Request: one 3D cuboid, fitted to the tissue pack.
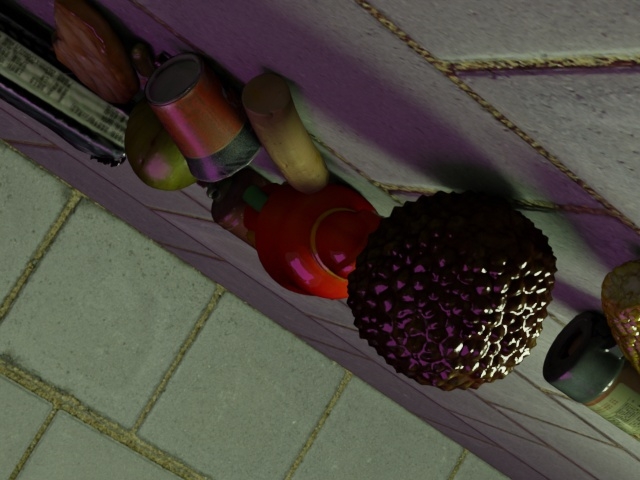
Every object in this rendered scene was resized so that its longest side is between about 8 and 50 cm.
[{"bbox_3d":[-0.454,-0.259,2.158,0.361,0.122,0.259,33,173,-22],"label":"tissue pack"}]

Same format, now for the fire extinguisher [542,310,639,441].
[{"bbox_3d":[0.485,0.236,1.825,0.376,0.113,0.200,33,169,-12],"label":"fire extinguisher"}]

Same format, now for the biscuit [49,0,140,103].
[{"bbox_3d":[-0.308,-0.258,1.907,0.154,0.045,0.299,42,169,-6],"label":"biscuit"}]

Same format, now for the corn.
[{"bbox_3d":[0.389,0.116,1.558,0.101,0.101,0.310,22,169,42],"label":"corn"}]

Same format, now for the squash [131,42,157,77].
[{"bbox_3d":[-0.237,-0.243,1.851,0.027,0.027,0.083,30,169,8],"label":"squash"}]

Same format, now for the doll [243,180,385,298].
[{"bbox_3d":[0.000,-0.001,1.961,0.182,0.160,0.363,43,166,-22],"label":"doll"}]

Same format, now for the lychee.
[{"bbox_3d":[0.154,0.052,1.588,0.236,0.236,0.271,31,146,3],"label":"lychee"}]

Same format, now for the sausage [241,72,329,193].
[{"bbox_3d":[-0.041,-0.128,1.745,0.066,0.065,0.301,28,168,18],"label":"sausage"}]

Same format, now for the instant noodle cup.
[{"bbox_3d":[-0.151,-0.163,1.766,0.127,0.127,0.135,21,158,45],"label":"instant noodle cup"}]

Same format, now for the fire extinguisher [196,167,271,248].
[{"bbox_3d":[-0.088,-0.043,2.233,0.337,0.106,0.147,36,-166,-22],"label":"fire extinguisher"}]

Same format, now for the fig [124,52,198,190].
[{"bbox_3d":[-0.190,-0.159,1.908,0.186,0.142,0.148,-39,81,40],"label":"fig"}]
